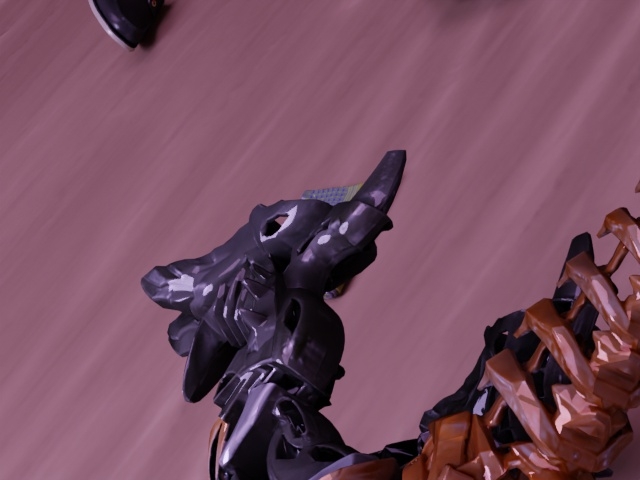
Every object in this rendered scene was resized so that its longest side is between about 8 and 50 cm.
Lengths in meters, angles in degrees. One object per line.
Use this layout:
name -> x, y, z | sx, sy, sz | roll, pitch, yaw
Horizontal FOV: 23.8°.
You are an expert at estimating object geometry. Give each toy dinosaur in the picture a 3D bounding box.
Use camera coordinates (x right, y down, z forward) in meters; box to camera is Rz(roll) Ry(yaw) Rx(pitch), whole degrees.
toy dinosaur -> 0.027, 0.097, 0.466 | 0.322, 0.164, 0.218 | -32, 27, 27

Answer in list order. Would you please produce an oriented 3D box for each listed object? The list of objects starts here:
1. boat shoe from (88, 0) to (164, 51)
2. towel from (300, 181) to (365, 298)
boat shoe -> -0.138, -0.181, 1.108 | 0.042, 0.049, 0.133 | -36, 26, 17
towel -> 0.000, 0.000, 0.775 | 0.060, 0.009, 0.083 | -7, 43, 41
